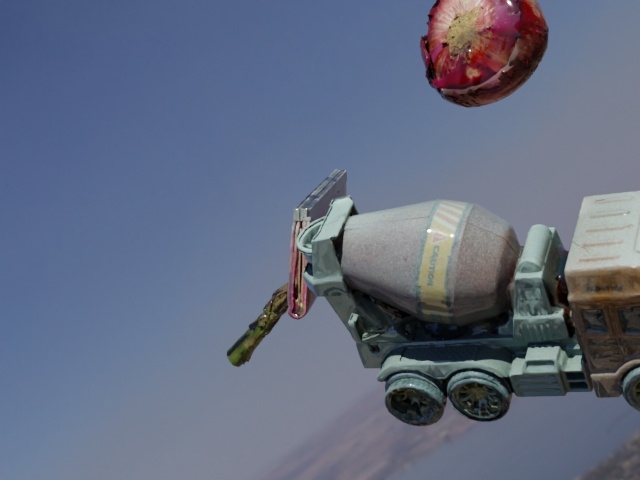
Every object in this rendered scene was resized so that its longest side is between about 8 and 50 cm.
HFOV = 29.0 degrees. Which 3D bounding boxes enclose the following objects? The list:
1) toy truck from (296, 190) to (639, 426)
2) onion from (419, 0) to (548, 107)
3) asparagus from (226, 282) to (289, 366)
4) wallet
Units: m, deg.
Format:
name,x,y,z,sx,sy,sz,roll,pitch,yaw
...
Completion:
name,x,y,z,sx,sy,sz,roll,pitch,yaw
toy truck,0.118,0.031,0.785,0.257,0.140,0.108,-5,36,28
onion,0.192,-0.209,1.364,0.150,0.150,0.140,-39,-35,22
asparagus,-0.079,0.114,1.742,0.165,0.030,0.036,-53,25,24
wallet,0.000,0.000,1.346,0.025,0.119,0.232,5,13,10
